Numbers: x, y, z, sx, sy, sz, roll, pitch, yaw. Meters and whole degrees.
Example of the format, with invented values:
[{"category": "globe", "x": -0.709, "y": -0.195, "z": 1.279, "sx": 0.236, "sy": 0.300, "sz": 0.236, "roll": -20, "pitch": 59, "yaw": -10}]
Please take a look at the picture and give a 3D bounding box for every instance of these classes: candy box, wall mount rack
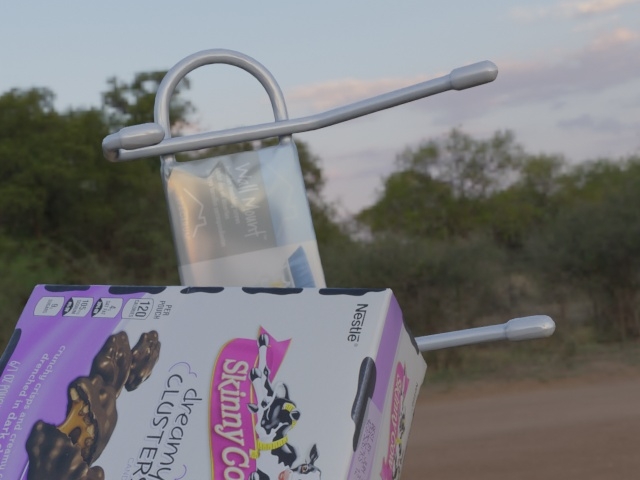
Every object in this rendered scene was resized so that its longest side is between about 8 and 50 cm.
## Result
[{"category": "candy box", "x": -0.065, "y": 0.104, "z": 0.515, "sx": 0.196, "sy": 0.164, "sz": 0.070, "roll": -1, "pitch": -39, "yaw": 23}, {"category": "wall mount rack", "x": 0.000, "y": 0.000, "z": 0.880, "sx": 0.304, "sy": 0.350, "sz": 0.130, "roll": -11, "pitch": -2, "yaw": -13}]
